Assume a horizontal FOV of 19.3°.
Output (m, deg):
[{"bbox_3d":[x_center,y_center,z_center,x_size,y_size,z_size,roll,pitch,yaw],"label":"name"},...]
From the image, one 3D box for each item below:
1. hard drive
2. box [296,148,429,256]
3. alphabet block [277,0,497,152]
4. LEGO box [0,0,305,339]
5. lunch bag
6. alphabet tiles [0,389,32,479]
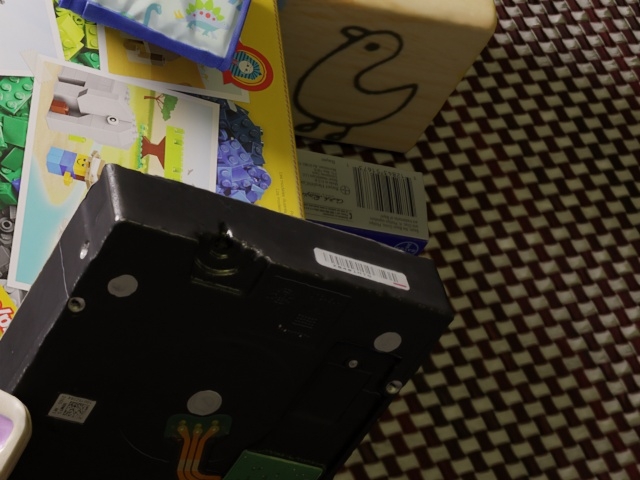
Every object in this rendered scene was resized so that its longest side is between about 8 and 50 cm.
[{"bbox_3d":[-0.101,0.117,1.195,0.237,0.339,0.064,16,35,-27],"label":"hard drive"},{"bbox_3d":[0.000,0.000,1.490,0.126,0.137,0.072,10,54,-21],"label":"box"},{"bbox_3d":[0.014,-0.214,1.624,0.197,0.192,0.193,7,55,-22],"label":"alphabet block"},{"bbox_3d":[-0.223,-0.076,1.392,0.372,0.193,0.500,8,53,-22],"label":"LEGO box"},{"bbox_3d":[-0.114,-0.190,1.338,0.129,0.096,0.151,20,39,-14],"label":"lunch bag"},{"bbox_3d":[-0.289,0.191,1.072,0.278,0.021,0.284,25,75,11],"label":"alphabet tiles"}]
